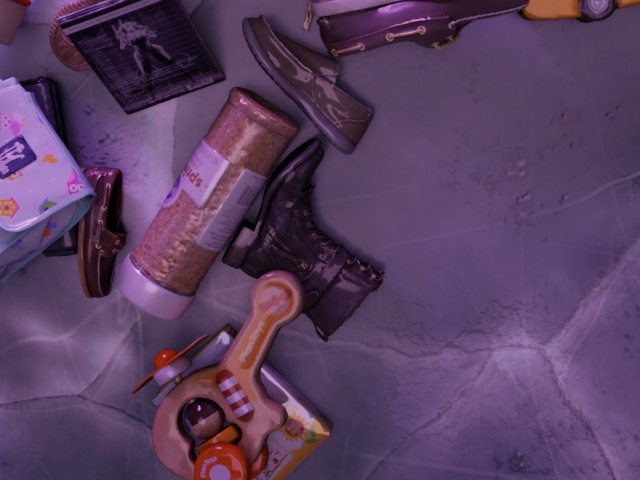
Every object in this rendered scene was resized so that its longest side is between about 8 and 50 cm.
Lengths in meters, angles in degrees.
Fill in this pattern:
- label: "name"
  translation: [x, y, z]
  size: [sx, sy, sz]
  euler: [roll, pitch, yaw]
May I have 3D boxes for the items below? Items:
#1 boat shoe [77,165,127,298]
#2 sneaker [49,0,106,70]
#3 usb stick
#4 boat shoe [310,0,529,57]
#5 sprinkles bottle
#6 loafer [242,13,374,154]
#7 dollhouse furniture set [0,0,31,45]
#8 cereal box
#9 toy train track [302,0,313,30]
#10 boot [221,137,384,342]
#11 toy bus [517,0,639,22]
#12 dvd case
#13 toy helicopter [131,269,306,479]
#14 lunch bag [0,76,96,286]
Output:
- label: "boat shoe"
  translation: [-0.335, -0.011, 1.684]
  size: [0.073, 0.073, 0.207]
  euler: [0, 102, 7]
- label: "sneaker"
  translation: [-0.281, -0.361, 1.606]
  size: [0.099, 0.153, 0.282]
  euler: [48, 132, -8]
- label: "usb stick"
  translation: [-0.420, -0.113, 1.684]
  size: [0.077, 0.045, 0.278]
  euler: [-5, 102, 10]
- label: "boat shoe"
  translation: [0.144, -0.319, 1.530]
  size: [0.324, 0.116, 0.097]
  euler: [-3, 118, 26]
- label: "sprinkles bottle"
  translation: [-0.171, -0.053, 1.638]
  size: [0.121, 0.121, 0.355]
  euler: [33, 102, -2]
- label: "loafer"
  translation: [-0.016, -0.242, 1.608]
  size: [0.087, 0.094, 0.251]
  euler: [-42, 102, 2]
- label: "dollhouse furniture set"
  translation: [-0.546, -0.389, 1.549]
  size: [0.259, 0.262, 0.135]
  euler: [17, 103, -33]
- label: "cereal box"
  translation: [-0.123, 0.274, 1.738]
  size: [0.173, 0.047, 0.240]
  euler: [-44, 94, 12]
- label: "toy train track"
  translation: [-0.014, -0.353, 1.617]
  size: [0.048, 0.014, 0.083]
  euler: [11, 108, -5]
- label: "boot"
  translation: [0.000, 0.000, 1.662]
  size: [0.229, 0.091, 0.263]
  euler: [32, 107, -8]
- label: "toy bus"
  translation: [0.436, -0.385, 1.524]
  size: [0.332, 0.108, 0.130]
  euler: [-13, 99, 8]
- label: "dvd case"
  translation: [-0.252, -0.274, 1.571]
  size: [0.164, 0.221, 0.018]
  euler: [-18, 59, 8]
- label: "toy helicopter"
  translation: [-0.143, 0.196, 1.645]
  size: [0.235, 0.140, 0.355]
  euler: [30, 98, 9]
- label: "lunch bag"
  translation: [-0.477, -0.080, 1.607]
  size: [0.262, 0.160, 0.223]
  euler: [-38, 82, 21]
